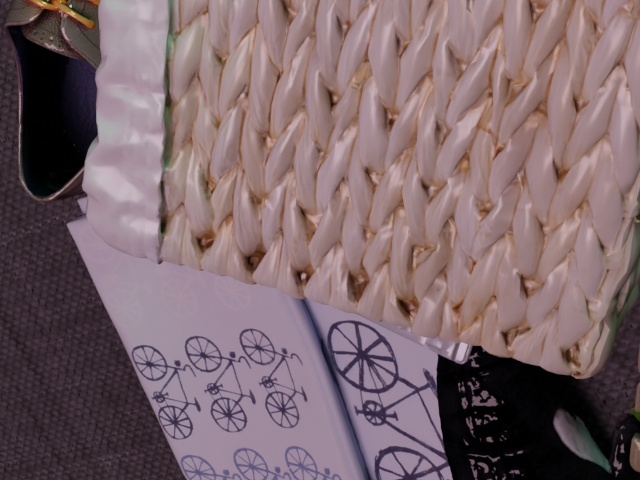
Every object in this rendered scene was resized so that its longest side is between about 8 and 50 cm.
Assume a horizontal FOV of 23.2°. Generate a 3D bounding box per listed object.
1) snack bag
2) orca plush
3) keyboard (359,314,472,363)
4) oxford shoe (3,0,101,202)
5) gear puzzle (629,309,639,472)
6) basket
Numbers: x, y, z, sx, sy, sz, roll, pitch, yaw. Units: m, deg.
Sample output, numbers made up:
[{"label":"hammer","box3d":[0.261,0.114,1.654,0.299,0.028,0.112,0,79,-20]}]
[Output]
[{"label":"snack bag","box3d":[0.001,0.092,1.151,0.343,0.037,0.323,-8,113,33]},{"label":"orca plush","box3d":[0.144,0.148,1.033,0.151,0.102,0.287,-3,113,11]},{"label":"keyboard","box3d":[0.000,0.000,1.057,0.256,0.014,0.072,25,103,27]},{"label":"oxford shoe","box3d":[-0.125,-0.178,1.000,0.130,0.133,0.363,24,127,17]},{"label":"gear puzzle","box3d":[0.287,0.102,0.989,0.176,0.044,0.338,13,126,22]},{"label":"basket","box3d":[0.083,-0.156,0.768,0.267,0.328,0.331,21,125,16]}]
